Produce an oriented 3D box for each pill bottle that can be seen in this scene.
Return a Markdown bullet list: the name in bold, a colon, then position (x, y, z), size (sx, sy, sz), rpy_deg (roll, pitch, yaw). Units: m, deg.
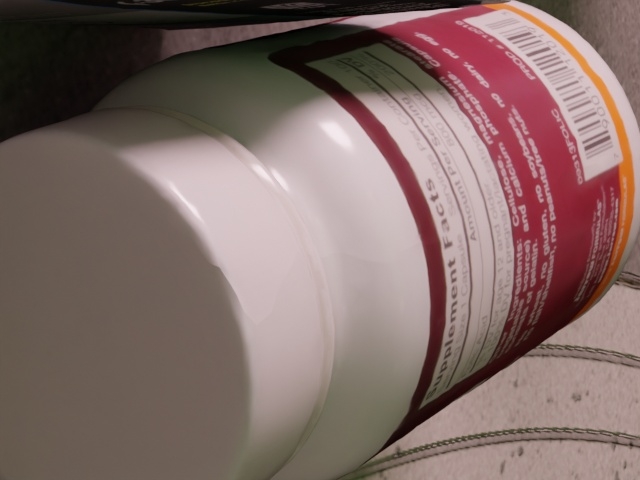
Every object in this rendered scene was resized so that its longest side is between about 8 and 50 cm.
- **pill bottle**: position (0.000, 0.000, 0.849), size (0.392, 0.224, 0.224), rpy_deg (-23, 110, -54)

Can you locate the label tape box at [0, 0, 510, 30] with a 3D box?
- **label tape box**: position (-0.111, -0.155, 0.724), size (0.348, 0.249, 0.115), rpy_deg (-10, 100, -48)
